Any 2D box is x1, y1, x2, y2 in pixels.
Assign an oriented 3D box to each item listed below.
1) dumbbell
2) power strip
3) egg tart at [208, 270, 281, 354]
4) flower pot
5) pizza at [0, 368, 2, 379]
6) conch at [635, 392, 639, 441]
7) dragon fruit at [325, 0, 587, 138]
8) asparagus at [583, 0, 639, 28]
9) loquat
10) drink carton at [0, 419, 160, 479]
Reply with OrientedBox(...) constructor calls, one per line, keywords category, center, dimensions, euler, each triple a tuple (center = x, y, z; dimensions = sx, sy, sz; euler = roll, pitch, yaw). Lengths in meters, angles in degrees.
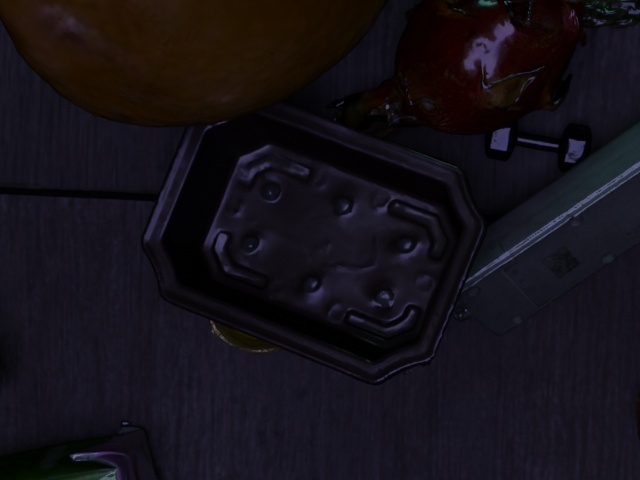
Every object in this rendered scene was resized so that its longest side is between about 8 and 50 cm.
OrientedBox(category="dumbbell", center=(0.171, -0.078, 1.512), dimensions=(0.083, 0.040, 0.036), euler=(11, 71, 6))
OrientedBox(category="power strip", center=(0.214, -0.022, 1.494), dimensions=(0.272, 0.052, 0.078), euler=(-36, 132, 12))
OrientedBox(category="egg tart", center=(-0.050, 0.046, 1.566), dimensions=(0.105, 0.039, 0.105), euler=(1, 101, 6))
OrientedBox(category="flower pot", center=(0.000, 0.000, 1.488), dimensions=(0.251, 0.084, 0.179), euler=(21, 87, 14))
OrientedBox(category="pizza", center=(-0.339, 0.041, 1.592), dimensions=(0.154, 0.069, 0.194), euler=(2, 94, 8))
OrientedBox(category="conch", center=(0.310, 0.168, 1.509), dimensions=(0.109, 0.093, 0.330), euler=(-8, 100, 2))
OrientedBox(category="dragon fruit", center=(0.097, -0.129, 1.484), dimensions=(0.246, 0.125, 0.125), euler=(-25, 98, 30))
OrientedBox(category="asparagus", center=(0.294, -0.193, 1.477), dimensions=(0.236, 0.027, 0.034), euler=(-13, 93, 11))
OrientedBox(category="loquat", center=(-0.096, -0.242, 1.378), dimensions=(0.328, 0.328, 0.328), euler=(1, 101, 8))
OrientedBox(category="drink carton", center=(-0.264, 0.261, 1.601), dimensions=(0.271, 0.108, 0.161), euler=(-11, 101, 9))
